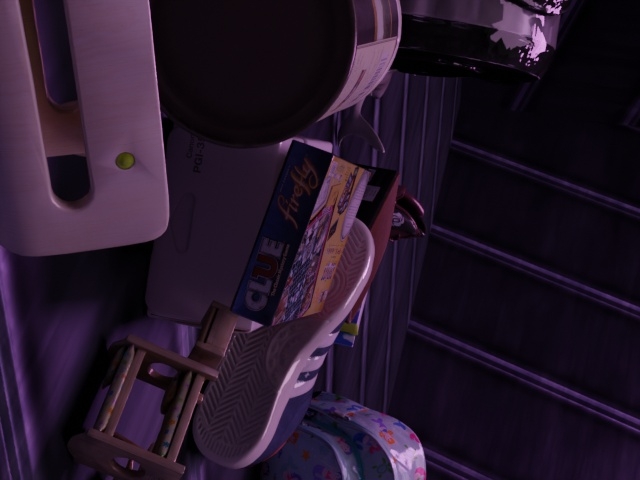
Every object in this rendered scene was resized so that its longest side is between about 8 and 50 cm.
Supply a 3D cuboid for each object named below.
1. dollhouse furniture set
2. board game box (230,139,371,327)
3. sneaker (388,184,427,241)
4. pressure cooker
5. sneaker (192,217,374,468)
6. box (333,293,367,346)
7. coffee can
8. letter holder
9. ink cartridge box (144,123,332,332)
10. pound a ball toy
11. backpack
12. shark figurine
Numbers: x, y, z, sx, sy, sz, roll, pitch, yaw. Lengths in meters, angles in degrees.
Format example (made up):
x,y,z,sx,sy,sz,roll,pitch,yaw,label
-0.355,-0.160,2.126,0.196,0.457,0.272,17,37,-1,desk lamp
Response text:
x,y,z,sx,sy,sz,roll,pitch,yaw,label
-0.172,0.157,1.127,0.161,0.101,0.182,124,-13,-49,dollhouse furniture set
-0.013,-0.005,1.150,0.243,0.042,0.165,5,105,-80,board game box
0.119,0.004,2.234,0.106,0.162,0.281,-70,164,-47,sneaker
0.140,-0.425,1.487,0.370,0.375,0.420,-138,-124,-85,pressure cooker
-0.041,0.130,1.494,0.350,0.131,0.148,-58,161,-10,sneaker
0.023,0.082,1.940,0.042,0.109,0.178,91,13,-54,box
-0.041,-0.205,1.129,0.275,0.201,0.201,-45,142,-73,coffee can
0.004,0.034,1.701,0.302,0.152,0.214,-59,157,-64,letter holder
-0.080,-0.020,1.292,0.283,0.117,0.207,-18,117,-78,ink cartridge box
-0.178,-0.141,0.744,0.208,0.136,0.319,-108,-165,-51,pound a ball toy
0.032,0.369,1.853,0.191,0.253,0.225,-10,110,-58,backpack
0.107,-0.277,2.093,0.278,0.116,0.166,-67,161,-59,shark figurine
